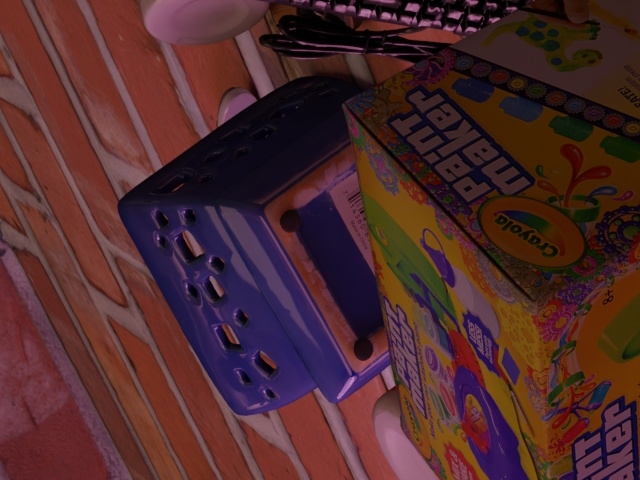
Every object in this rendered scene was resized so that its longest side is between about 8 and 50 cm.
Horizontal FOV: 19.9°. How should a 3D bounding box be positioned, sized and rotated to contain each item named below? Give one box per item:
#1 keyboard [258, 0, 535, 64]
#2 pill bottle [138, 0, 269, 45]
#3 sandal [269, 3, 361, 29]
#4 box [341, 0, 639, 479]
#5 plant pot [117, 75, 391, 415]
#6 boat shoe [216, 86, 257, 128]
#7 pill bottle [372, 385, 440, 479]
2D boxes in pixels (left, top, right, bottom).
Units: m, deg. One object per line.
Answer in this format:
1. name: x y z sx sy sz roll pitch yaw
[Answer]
1. keyboard: 0.075 -0.140 1.115 0.201 0.317 0.033 126 151 -70
2. pill bottle: -0.112 -0.271 1.529 0.108 0.108 0.194 107 152 -67
3. sandal: -0.031 -0.216 1.561 0.219 0.060 0.090 26 145 57
4. box: 0.188 0.010 1.017 0.177 0.279 0.290 49 162 39
5. plant pot: 0.000 0.000 1.588 0.236 0.236 0.212 61 154 -13
6. boat shoe: -0.090 -0.117 1.894 0.040 0.049 0.142 48 162 26
7. pill bottle: 0.158 0.112 1.372 0.121 0.221 0.121 48 160 24
